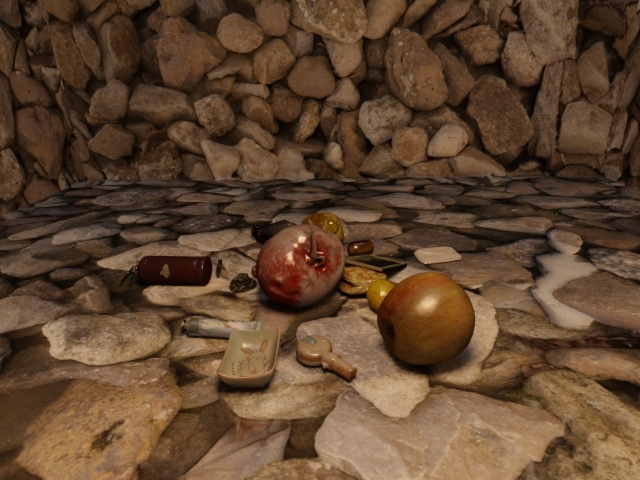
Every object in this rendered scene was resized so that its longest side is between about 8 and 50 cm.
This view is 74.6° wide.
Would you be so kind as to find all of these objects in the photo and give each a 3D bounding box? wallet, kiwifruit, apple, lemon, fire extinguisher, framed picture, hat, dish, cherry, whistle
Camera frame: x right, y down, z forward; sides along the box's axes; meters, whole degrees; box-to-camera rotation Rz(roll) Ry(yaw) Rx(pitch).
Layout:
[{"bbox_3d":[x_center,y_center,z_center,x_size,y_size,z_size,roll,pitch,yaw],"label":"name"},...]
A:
[{"bbox_3d":[-0.183,-0.024,2.073,0.262,0.072,0.220,23,28,40],"label":"wallet"},{"bbox_3d":[0.180,0.034,1.881,0.124,0.076,0.075,-11,24,-13],"label":"kiwifruit"},{"bbox_3d":[0.290,0.220,1.185,0.233,0.257,0.257,-12,24,-18],"label":"apple"},{"bbox_3d":[0.212,0.190,1.449,0.108,0.109,0.133,0,34,4],"label":"lemon"},{"bbox_3d":[-0.612,0.124,1.669,0.336,0.114,0.136,1,49,6],"label":"fire extinguisher"},{"bbox_3d":[0.222,0.089,1.710,0.192,0.018,0.265,14,8,30],"label":"framed picture"},{"bbox_3d":[-0.304,0.157,1.641,0.121,0.051,0.121,-1,25,0],"label":"hat"},{"bbox_3d":[-0.192,0.332,1.173,0.151,0.077,0.212,-3,22,2],"label":"dish"},{"bbox_3d":[0.513,0.062,1.845,0.182,0.032,0.124,-5,25,-10],"label":"wallet"},{"bbox_3d":[-0.074,0.078,1.508,0.326,0.292,0.335,-28,12,-4],"label":"cherry"},{"bbox_3d":[0.011,0.328,1.195,0.107,0.057,0.219,-21,31,-40],"label":"whistle"}]

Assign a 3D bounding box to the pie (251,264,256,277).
[{"bbox_3d":[-0.215,0.119,1.743,0.153,0.038,0.154,-3,21,1],"label":"pie"}]

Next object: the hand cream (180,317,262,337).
[{"bbox_3d":[-0.317,0.284,1.347,0.255,0.055,0.088,5,27,0],"label":"hand cream"}]

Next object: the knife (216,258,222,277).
[{"bbox_3d":[-0.434,0.120,1.795,0.023,0.010,0.170,-4,24,-8],"label":"knife"}]

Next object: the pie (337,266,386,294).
[{"bbox_3d":[0.145,0.146,1.590,0.178,0.084,0.205,-3,16,-29],"label":"pie"}]

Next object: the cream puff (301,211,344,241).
[{"bbox_3d":[-0.008,-0.014,1.844,0.244,0.244,0.196,22,-4,45],"label":"cream puff"}]
